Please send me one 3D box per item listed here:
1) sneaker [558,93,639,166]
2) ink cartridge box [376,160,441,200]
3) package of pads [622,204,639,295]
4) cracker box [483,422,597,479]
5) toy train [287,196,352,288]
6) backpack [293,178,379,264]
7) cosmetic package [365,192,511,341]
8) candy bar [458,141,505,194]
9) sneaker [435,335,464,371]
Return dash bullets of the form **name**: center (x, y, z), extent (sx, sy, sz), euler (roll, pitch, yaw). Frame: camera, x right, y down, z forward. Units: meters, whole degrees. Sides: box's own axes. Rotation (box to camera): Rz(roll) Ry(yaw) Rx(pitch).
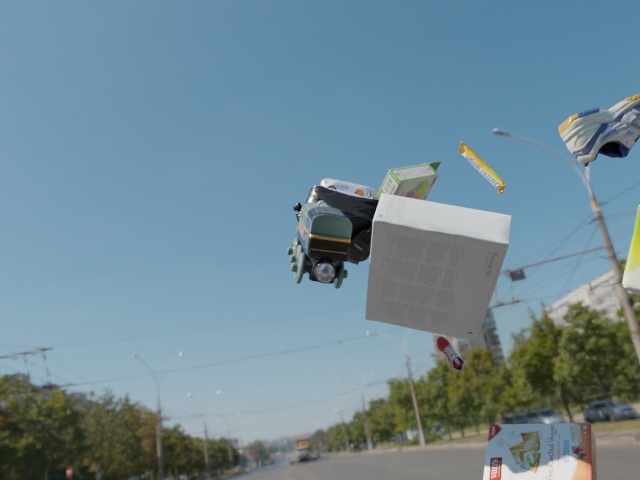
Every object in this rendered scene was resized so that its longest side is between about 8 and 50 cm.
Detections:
- **sneaker**: center (0.718, -0.261, 1.582), extent (0.296, 0.131, 0.112), euler (-19, -12, -9)
- **ink cartridge box**: center (0.279, -0.166, 1.967), extent (0.209, 0.062, 0.109), euler (-13, -36, -33)
- **package of pads**: center (0.924, 0.048, 1.636), extent (0.296, 0.229, 0.101), euler (13, 0, 37)
- **cracker box**: center (0.492, 0.492, 1.482), extent (0.232, 0.156, 0.067), euler (-11, -56, 28)
- **toy train**: center (0.000, 0.000, 1.658), extent (0.142, 0.190, 0.334), euler (9, 11, -8)
- **backpack**: center (0.067, -0.052, 2.079), extent (0.276, 0.213, 0.263), euler (17, -39, 10)
- **cosmetic package**: center (0.258, 0.073, 1.526), extent (0.284, 0.097, 0.377), euler (13, -39, 10)
- **candy bar**: center (0.388, -0.174, 1.585), extent (0.018, 0.161, 0.040), euler (-30, -25, -17)
- **sneaker**: center (0.387, 0.339, 1.965), extent (0.042, 0.118, 0.067), euler (-35, 14, -5)
